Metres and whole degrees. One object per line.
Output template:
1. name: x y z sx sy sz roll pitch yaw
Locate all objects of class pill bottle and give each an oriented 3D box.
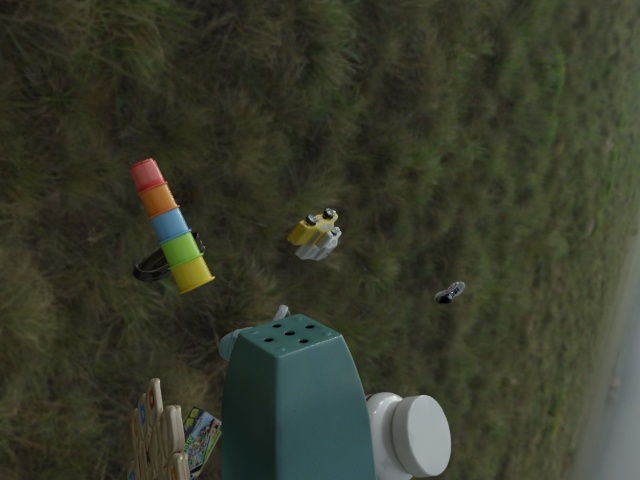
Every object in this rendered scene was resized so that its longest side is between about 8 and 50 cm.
1. pill bottle: 0.107 0.471 1.496 0.210 0.363 0.210 24 56 -42

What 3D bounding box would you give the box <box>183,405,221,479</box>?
1. box: -0.348 0.564 1.704 0.114 0.036 0.207 50 58 -41

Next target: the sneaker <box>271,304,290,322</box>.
1. sneaker: -0.086 0.317 1.876 0.101 0.153 0.269 -69 173 -63

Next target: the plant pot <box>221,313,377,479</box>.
1. plant pot: -0.036 0.234 0.871 0.165 0.165 0.234 -13 109 -33

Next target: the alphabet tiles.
1. alphabet tiles: -0.251 0.371 0.972 0.021 0.278 0.284 2 143 -30

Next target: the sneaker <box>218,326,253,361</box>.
1. sneaker: -0.237 0.343 2.102 0.150 0.366 0.135 26 64 -45

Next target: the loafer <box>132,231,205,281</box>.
1. loafer: -0.414 0.035 1.722 0.220 0.080 0.078 -32 139 -36

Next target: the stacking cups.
1. stacking cups: -0.359 -0.032 1.483 0.096 0.096 0.316 -31 96 -54

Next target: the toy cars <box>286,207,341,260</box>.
1. toy cars: 0.000 0.000 2.012 0.176 0.087 0.394 -39 167 -5

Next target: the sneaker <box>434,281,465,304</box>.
1. sneaker: 0.382 0.159 1.848 0.038 0.098 0.069 55 7 -9
